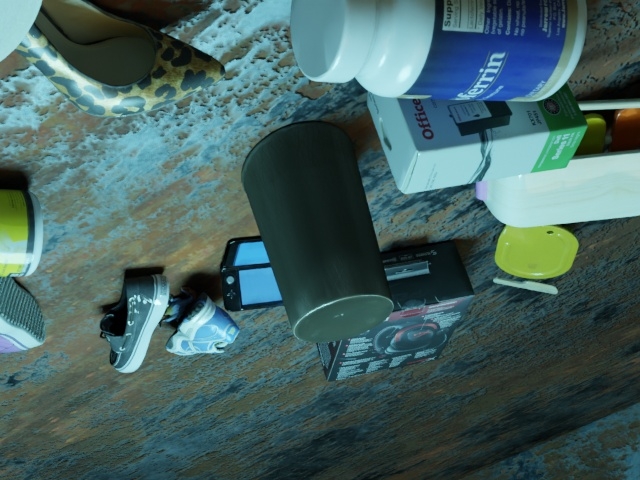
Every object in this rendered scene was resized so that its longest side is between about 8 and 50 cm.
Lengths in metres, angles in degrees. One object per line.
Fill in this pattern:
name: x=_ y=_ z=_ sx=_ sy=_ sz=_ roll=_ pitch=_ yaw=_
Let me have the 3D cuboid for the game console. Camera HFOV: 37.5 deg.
game console: x=-0.082 y=0.049 z=1.406 sx=0.122 sy=0.107 sz=0.071 roll=-5 pitch=179 yaw=-20

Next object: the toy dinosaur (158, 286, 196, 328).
toy dinosaur: x=-0.227 y=0.098 z=1.470 sx=0.082 sy=0.047 sz=0.090 roll=-29 pitch=-176 yaw=6

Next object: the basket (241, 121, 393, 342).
basket: x=0.000 y=0.000 z=1.188 sx=0.154 sy=0.226 sz=0.204 roll=-13 pitch=152 yaw=-7

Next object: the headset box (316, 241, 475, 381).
headset box: x=0.119 y=0.118 z=1.595 sx=0.218 sy=0.110 sz=0.293 roll=-10 pitch=152 yaw=-13

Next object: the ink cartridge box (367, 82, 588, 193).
ink cartridge box: x=0.175 y=-0.150 z=1.089 sx=0.209 sy=0.153 sz=0.087 roll=-11 pitch=151 yaw=-13

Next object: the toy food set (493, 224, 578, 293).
toy food set: x=0.358 y=0.003 z=1.577 sx=0.128 sy=0.071 sz=0.218 roll=7 pitch=150 yaw=6

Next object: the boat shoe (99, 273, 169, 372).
boat shoe: x=-0.295 y=0.127 z=1.425 sx=0.076 sy=0.080 sz=0.228 roll=6 pitch=144 yaw=-26

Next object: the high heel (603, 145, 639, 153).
high heel: x=0.415 y=-0.125 z=1.377 sx=0.244 sy=0.082 sz=0.117 roll=-17 pitch=126 yaw=29

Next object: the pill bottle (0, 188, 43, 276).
pill bottle: x=-0.418 y=-0.010 z=1.072 sx=0.184 sy=0.103 sz=0.103 roll=1 pitch=148 yaw=-31

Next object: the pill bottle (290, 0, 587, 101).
pill bottle: x=0.115 y=-0.216 z=0.933 sx=0.265 sy=0.153 sz=0.153 roll=-2 pitch=149 yaw=-24

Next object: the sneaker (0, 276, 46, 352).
sneaker: x=-0.480 y=0.094 z=1.238 sx=0.161 sy=0.102 sz=0.282 roll=-12 pitch=152 yaw=-3

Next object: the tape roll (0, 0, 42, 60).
tape roll: x=-0.361 y=-0.238 z=0.594 sx=0.392 sy=0.072 sz=0.392 roll=3 pitch=150 yaw=2

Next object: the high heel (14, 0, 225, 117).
high heel: x=-0.204 y=-0.196 z=0.850 sx=0.261 sy=0.093 sz=0.186 roll=2 pitch=155 yaw=-15

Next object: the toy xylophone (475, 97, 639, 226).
toy xylophone: x=0.374 y=-0.117 z=1.270 sx=0.323 sy=0.081 sz=0.236 roll=0 pitch=135 yaw=-4

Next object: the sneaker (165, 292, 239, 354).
sneaker: x=-0.185 y=0.150 z=1.474 sx=0.081 sy=0.080 sz=0.211 roll=35 pitch=158 yaw=-4
